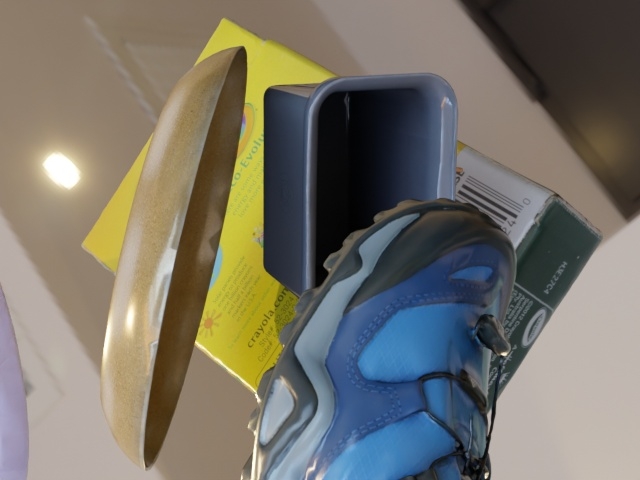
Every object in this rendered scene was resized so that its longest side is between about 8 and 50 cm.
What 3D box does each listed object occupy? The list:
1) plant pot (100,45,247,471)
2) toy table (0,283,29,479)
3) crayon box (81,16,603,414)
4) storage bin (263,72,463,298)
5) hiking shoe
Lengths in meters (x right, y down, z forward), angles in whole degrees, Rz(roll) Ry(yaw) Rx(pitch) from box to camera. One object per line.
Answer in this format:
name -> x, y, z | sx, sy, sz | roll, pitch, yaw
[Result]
plant pot -> -0.081, 0.007, 0.776 | 0.032, 0.236, 0.236 | 12, -149, 1
toy table -> -0.347, 0.099, 1.113 | 0.160, 0.252, 0.274 | -4, -122, -40
crayon box -> 0.000, 0.000, 0.928 | 0.318, 0.202, 0.081 | 35, -177, 39
storage bin -> 0.017, -0.027, 0.751 | 0.098, 0.135, 0.091 | -7, -163, -26
hiking shoe -> 0.036, 0.130, 0.508 | 0.113, 0.132, 0.304 | 40, -117, -51
